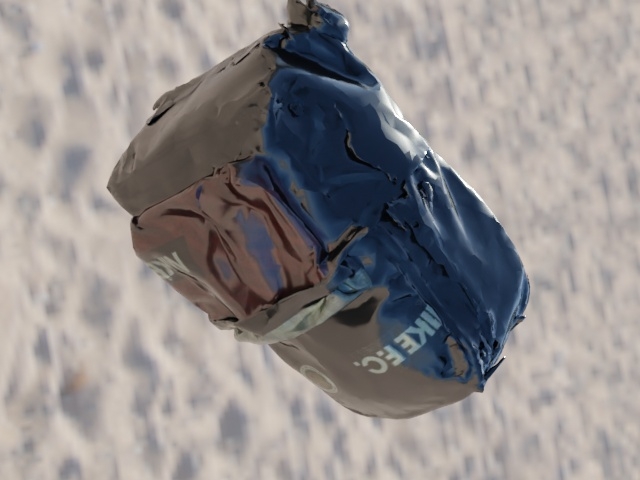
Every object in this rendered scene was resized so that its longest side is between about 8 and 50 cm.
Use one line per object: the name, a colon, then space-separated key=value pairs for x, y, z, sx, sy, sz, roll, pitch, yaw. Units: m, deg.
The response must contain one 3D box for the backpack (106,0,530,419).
backpack: x=0.003 y=0.000 z=0.770 sx=0.165 sy=0.120 sz=0.106 roll=46 pitch=51 yaw=-11
